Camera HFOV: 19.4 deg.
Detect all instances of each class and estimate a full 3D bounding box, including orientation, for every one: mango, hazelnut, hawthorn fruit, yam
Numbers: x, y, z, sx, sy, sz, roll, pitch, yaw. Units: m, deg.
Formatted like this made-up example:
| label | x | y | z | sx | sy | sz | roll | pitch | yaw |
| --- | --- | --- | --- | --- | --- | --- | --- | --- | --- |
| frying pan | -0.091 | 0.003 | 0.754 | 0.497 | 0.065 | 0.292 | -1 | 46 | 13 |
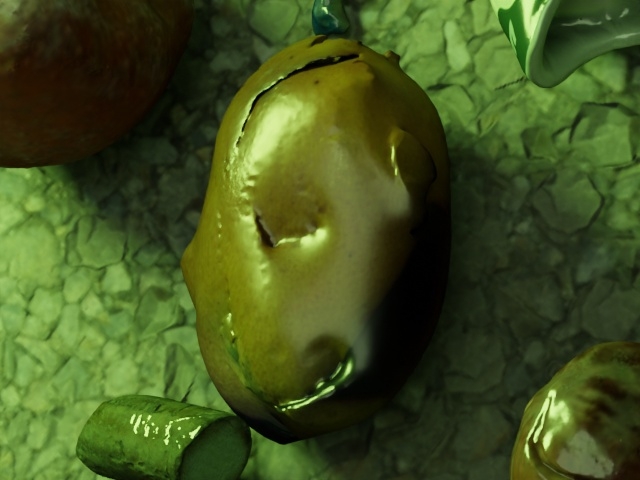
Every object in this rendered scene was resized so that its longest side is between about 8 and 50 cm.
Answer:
| label | x | y | z | sx | sy | sz | roll | pitch | yaw |
| --- | --- | --- | --- | --- | --- | --- | --- | --- | --- |
| mango | 0.000 | 0.000 | 1.319 | 0.201 | 0.152 | 0.287 | 11 | 81 | 19 |
| hazelnut | 0.189 | 0.140 | 1.222 | 0.143 | 0.143 | 0.154 | 29 | 69 | 24 |
| hawthorn fruit | -0.215 | -0.162 | 1.417 | 0.235 | 0.263 | 0.231 | 38 | 54 | 15 |
| yam | -0.113 | 0.146 | 1.354 | 0.146 | 0.070 | 0.069 | 5 | 76 | 48 |

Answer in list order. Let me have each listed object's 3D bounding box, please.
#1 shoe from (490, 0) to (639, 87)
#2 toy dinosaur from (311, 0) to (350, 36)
| label | x | y | z | sx | sy | sz | roll | pitch | yaw |
| --- | --- | --- | --- | --- | --- | --- | --- | --- | --- |
| shoe | 0.282 | -0.212 | 1.275 | 0.363 | 0.132 | 0.160 | -18 | 55 | 18 |
| toy dinosaur | 0.062 | -0.292 | 1.428 | 0.188 | 0.075 | 0.247 | -17 | 70 | 32 |
